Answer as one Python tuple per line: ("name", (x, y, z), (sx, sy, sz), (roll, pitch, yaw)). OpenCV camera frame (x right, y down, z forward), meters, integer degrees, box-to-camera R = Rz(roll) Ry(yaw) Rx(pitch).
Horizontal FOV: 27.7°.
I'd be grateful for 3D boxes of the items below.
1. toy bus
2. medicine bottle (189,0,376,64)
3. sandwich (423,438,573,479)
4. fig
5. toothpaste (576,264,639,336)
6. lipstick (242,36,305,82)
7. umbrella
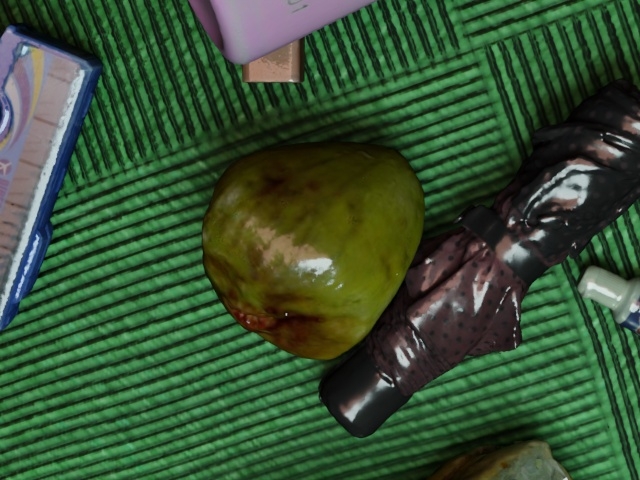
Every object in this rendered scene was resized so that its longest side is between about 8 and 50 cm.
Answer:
("toy bus", (-0.238, -0.041, 0.967), (0.094, 0.079, 0.236), (21, 100, 2))
("medicine bottle", (0.034, -0.250, 0.825), (0.291, 0.178, 0.178), (-27, 93, -5))
("sandwich", (0.116, 0.316, 0.896), (0.271, 0.099, 0.301), (-29, 93, -28))
("fig", (0.000, 0.000, 0.915), (0.166, 0.144, 0.154), (-30, 91, -4))
("toothpaste", (0.285, 0.072, 0.938), (0.216, 0.037, 0.062), (26, 99, -2))
("lipstick", (-0.034, -0.187, 0.939), (0.045, 0.045, 0.145), (1, 97, 5))
("umbrella", (0.118, 0.016, 0.924), (0.326, 0.090, 0.094), (-44, 112, 10))
